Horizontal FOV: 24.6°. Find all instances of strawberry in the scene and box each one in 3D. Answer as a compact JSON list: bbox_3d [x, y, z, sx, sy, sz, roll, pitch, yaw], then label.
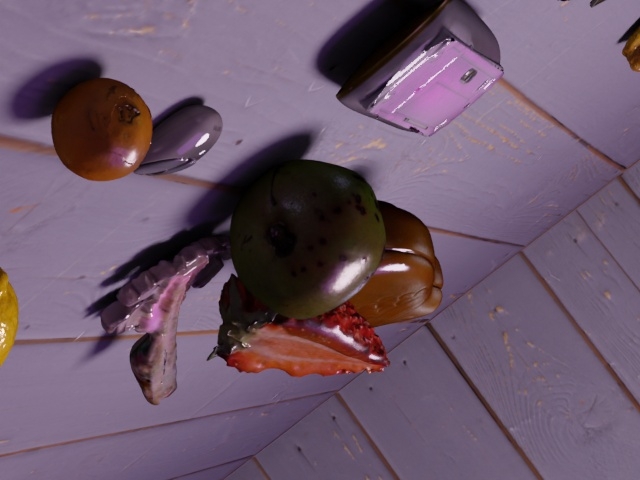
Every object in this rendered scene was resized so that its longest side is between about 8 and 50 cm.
[{"bbox_3d":[-0.013,0.095,1.790,0.228,0.098,0.174,8,150,-14],"label":"strawberry"}]

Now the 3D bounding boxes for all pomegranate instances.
[{"bbox_3d":[-0.014,0.004,1.671,0.179,0.179,0.210,-34,162,-9],"label":"pomegranate"}]

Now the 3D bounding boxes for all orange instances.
[{"bbox_3d":[-0.172,-0.087,1.154,0.083,0.083,0.083,-34,167,-9],"label":"orange"}]

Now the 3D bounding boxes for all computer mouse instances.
[{"bbox_3d":[0.108,-0.181,1.558,0.158,0.072,0.310,-40,167,13],"label":"computer mouse"},{"bbox_3d":[-0.130,-0.086,1.352,0.096,0.039,0.066,-38,167,13],"label":"computer mouse"}]

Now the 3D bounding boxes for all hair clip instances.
[{"bbox_3d":[-0.190,0.091,1.762,0.173,0.069,0.300,-32,156,-35],"label":"hair clip"}]

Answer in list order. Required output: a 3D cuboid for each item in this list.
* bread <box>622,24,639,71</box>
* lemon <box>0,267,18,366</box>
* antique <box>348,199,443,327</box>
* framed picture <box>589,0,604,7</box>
[{"bbox_3d":[0.561,-0.321,2.225,0.271,0.077,0.139,-21,164,-44],"label":"bread"},{"bbox_3d":[-0.320,0.073,1.275,0.155,0.114,0.114,-47,163,29],"label":"lemon"},{"bbox_3d":[0.047,0.031,1.926,0.223,0.129,0.278,-24,153,39],"label":"antique"},{"bbox_3d":[0.385,-0.334,1.875,0.066,0.007,0.089,-30,167,-26],"label":"framed picture"}]
